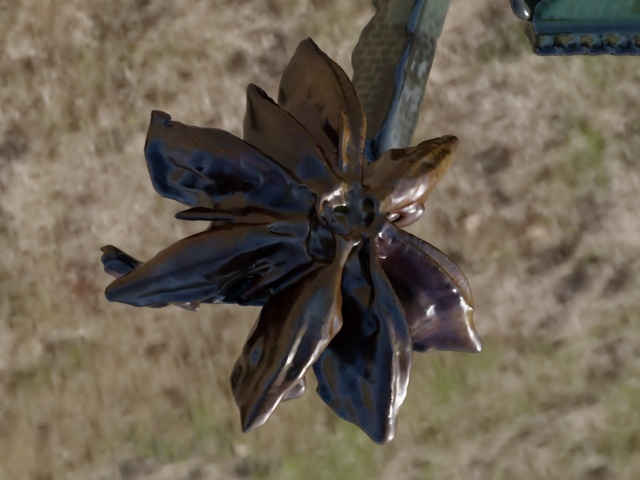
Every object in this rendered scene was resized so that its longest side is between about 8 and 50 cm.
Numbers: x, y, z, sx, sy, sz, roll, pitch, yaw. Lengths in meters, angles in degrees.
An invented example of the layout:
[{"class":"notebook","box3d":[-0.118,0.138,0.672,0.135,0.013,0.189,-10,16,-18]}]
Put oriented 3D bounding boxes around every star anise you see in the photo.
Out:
[{"class":"star anise","box3d":[0.000,0.000,0.641,0.168,0.168,0.057,-4,165,-21]}]

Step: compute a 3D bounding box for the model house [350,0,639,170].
[{"class":"model house","box3d":[0.127,-0.142,0.771,0.218,0.278,0.205,2,156,34]}]
